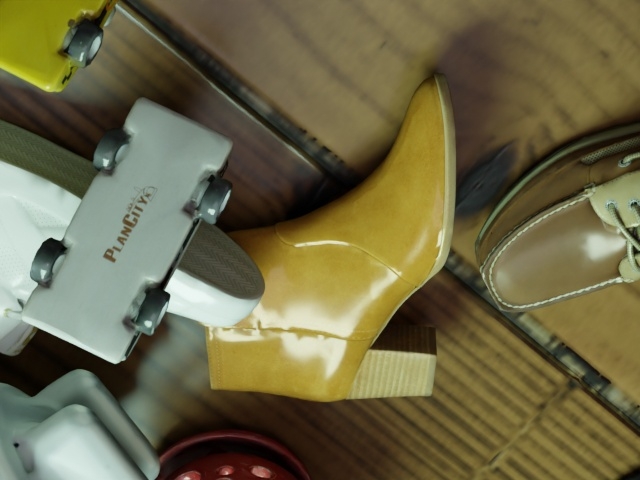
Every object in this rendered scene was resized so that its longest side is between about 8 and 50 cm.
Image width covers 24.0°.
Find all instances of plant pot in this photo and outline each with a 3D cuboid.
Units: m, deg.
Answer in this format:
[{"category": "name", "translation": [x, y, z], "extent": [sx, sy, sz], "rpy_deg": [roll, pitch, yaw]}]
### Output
[{"category": "plant pot", "translation": [-0.077, 0.274, 1.312], "extent": [0.191, 0.174, 0.191], "rpy_deg": [-1, 112, -4]}]

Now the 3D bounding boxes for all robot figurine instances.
[{"category": "robot figurine", "translation": [-0.298, 0.251, 1.197], "extent": [0.353, 0.300, 0.200], "rpy_deg": [-34, 104, 6]}]

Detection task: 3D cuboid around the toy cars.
[{"category": "toy cars", "translation": [-0.165, -0.100, 1.132], "extent": [0.176, 0.087, 0.394], "rpy_deg": [-14, 78, -5]}]

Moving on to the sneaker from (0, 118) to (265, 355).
[{"category": "sneaker", "translation": [-0.198, 0.032, 1.226], "extent": [0.292, 0.108, 0.169], "rpy_deg": [28, 112, 9]}]

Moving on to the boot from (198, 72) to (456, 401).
[{"category": "boot", "translation": [0.000, 0.000, 1.246], "extent": [0.211, 0.104, 0.295], "rpy_deg": [5, 109, 0]}]

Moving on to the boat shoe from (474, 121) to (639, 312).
[{"category": "boat shoe", "translation": [0.281, -0.036, 1.238], "extent": [0.324, 0.120, 0.122], "rpy_deg": [-30, 111, 8]}]

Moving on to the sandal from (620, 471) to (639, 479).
[{"category": "sandal", "translation": [0.463, 0.205, 1.374], "extent": [0.446, 0.107, 0.167], "rpy_deg": [-16, 114, 16]}]
